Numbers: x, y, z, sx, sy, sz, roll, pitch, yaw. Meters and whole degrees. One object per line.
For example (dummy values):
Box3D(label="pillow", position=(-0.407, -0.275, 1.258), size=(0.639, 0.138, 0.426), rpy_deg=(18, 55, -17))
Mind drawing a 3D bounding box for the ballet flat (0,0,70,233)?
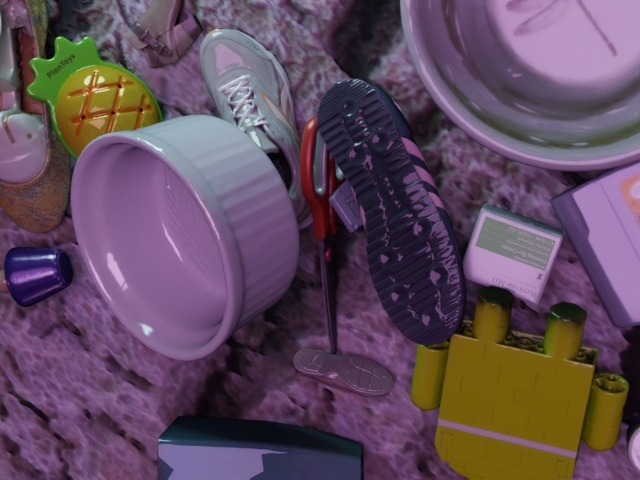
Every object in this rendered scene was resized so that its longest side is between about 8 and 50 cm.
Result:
Box3D(label="ballet flat", position=(-0.385, -0.180, 1.808), size=(0.123, 0.123, 0.349), rpy_deg=(-5, 92, 11))

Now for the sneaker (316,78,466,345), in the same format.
Box3D(label="sneaker", position=(0.102, -0.034, 1.698), size=(0.112, 0.131, 0.319), rpy_deg=(-21, 80, 20))

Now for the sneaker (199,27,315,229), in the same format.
Box3D(label="sneaker", position=(-0.073, -0.136, 1.749), size=(0.099, 0.121, 0.262), rpy_deg=(-27, 88, 10))

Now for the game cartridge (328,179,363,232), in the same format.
Box3D(label="game cartridge", position=(0.047, -0.050, 1.756), size=(0.017, 0.083, 0.056), rpy_deg=(-26, 96, 49))

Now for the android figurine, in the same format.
Box3D(label="android figurine", position=(0.225, 0.186, 1.702), size=(0.248, 0.056, 0.273), rpy_deg=(11, 119, 13))

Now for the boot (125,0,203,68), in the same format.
Box3D(label="boot", position=(-0.202, -0.274, 1.807), size=(0.087, 0.042, 0.118), rpy_deg=(-31, 87, 13))

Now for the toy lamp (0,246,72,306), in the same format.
Box3D(label="toy lamp", position=(-0.446, 0.060, 1.852), size=(0.274, 0.080, 0.080), rpy_deg=(-10, 91, 12))

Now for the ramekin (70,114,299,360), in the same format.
Box3D(label="ramekin", position=(-0.152, -0.012, 1.705), size=(0.277, 0.135, 0.277), rpy_deg=(25, 127, 37))

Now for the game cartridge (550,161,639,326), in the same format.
Box3D(label="game cartridge", position=(0.442, -0.028, 1.696), size=(0.297, 0.062, 0.198), rpy_deg=(-28, 83, 10))

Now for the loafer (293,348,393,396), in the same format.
Box3D(label="loafer", position=(0.028, 0.164, 1.792), size=(0.125, 0.039, 0.045), rpy_deg=(16, 62, 6))

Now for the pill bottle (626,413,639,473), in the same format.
Box3D(label="pill bottle", position=(0.384, 0.231, 1.683), size=(0.067, 0.120, 0.067), rpy_deg=(1, 93, 10))

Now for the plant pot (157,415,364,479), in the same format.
Box3D(label="plant pot", position=(-0.065, 0.302, 1.752), size=(0.234, 0.166, 0.166), rpy_deg=(-1, 93, 4))

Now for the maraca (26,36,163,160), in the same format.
Box3D(label="maraca", position=(-0.273, -0.163, 1.788), size=(0.127, 0.099, 0.186), rpy_deg=(-45, 98, -18))

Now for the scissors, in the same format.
Box3D(label="scissors", position=(0.000, 0.000, 1.754), size=(0.021, 0.109, 0.297), rpy_deg=(8, 96, 28))

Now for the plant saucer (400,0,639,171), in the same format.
Box3D(label="plant saucer", position=(0.295, -0.279, 1.685), size=(0.400, 0.100, 0.401), rpy_deg=(1, 93, 11))

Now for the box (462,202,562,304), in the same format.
Box3D(label="box", position=(0.222, 0.015, 1.712), size=(0.101, 0.102, 0.087), rpy_deg=(20, 98, 7))
